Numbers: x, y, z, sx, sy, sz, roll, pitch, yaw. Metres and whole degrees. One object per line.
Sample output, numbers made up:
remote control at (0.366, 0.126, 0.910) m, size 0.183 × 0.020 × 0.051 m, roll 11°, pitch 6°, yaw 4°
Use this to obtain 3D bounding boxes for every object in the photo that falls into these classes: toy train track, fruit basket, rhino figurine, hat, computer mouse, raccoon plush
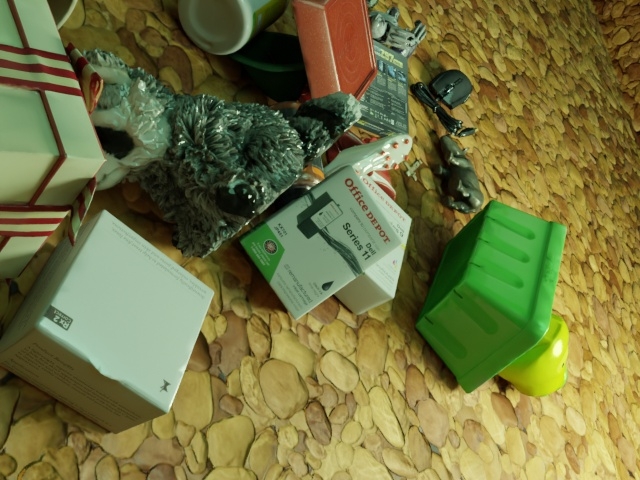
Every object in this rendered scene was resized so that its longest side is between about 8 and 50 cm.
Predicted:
toy train track at (0.210, -0.163, 1.652) m, size 0.048 × 0.014 × 0.083 m, roll 56°, pitch 37°, yaw -8°
fruit basket at (0.401, 0.155, 1.497) m, size 0.392 × 0.283 × 0.392 m, roll 20°, pitch 45°, yaw -21°
rhino figurine at (0.319, -0.160, 1.728) m, size 0.106 × 0.073 × 0.243 m, roll 25°, pitch 43°, yaw -32°
hat at (-0.077, -0.267, 1.378) m, size 0.208 × 0.184 × 0.173 m, roll 18°, pitch 37°, yaw 16°
computer mouse at (0.349, -0.353, 1.864) m, size 0.184 × 0.060 × 0.262 m, roll 51°, pitch 37°, yaw 8°
raccoon plush at (-0.167, -0.178, 1.078) m, size 0.299 × 0.216 × 0.446 m, roll 50°, pitch 39°, yaw -8°

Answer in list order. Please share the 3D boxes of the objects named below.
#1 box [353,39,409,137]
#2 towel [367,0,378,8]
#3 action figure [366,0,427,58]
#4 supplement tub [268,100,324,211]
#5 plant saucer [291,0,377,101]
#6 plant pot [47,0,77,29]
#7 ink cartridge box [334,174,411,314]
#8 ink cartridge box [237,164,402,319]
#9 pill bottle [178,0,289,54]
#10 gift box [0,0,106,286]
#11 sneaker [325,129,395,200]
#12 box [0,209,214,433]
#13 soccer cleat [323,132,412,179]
box at (0.094, -0.329, 1.555) m, size 0.232 × 0.059 × 0.184 m, roll 12°, pitch 74°, yaw -45°
towel at (0.051, -0.721, 1.798) m, size 0.324 × 0.056 × 0.312 m, roll 47°, pitch 37°, yaw -15°
action figure at (0.147, -0.476, 1.652) m, size 0.185 × 0.099 × 0.285 m, roll 36°, pitch 17°, yaw 8°
supplement tub at (-0.050, -0.129, 1.259) m, size 0.106 × 0.106 × 0.198 m, roll 16°, pitch 56°, yaw -43°
plant saucer at (0.039, -0.352, 1.330) m, size 0.258 × 0.047 × 0.259 m, roll -60°, pitch 145°, yaw -48°
plant pot at (-0.438, -0.408, 0.905) m, size 0.256 × 0.256 × 0.274 m, roll 18°, pitch 38°, yaw -42°
ink cartridge box at (0.068, -0.002, 1.326) m, size 0.154 × 0.093 × 0.212 m, roll 43°, pitch 39°, yaw -21°
ink cartridge box at (0.000, 0.000, 1.152) m, size 0.153 × 0.208 × 0.087 m, roll 55°, pitch -5°, yaw -7°
pill bottle at (-0.136, -0.436, 1.324) m, size 0.136 × 0.136 × 0.246 m, roll 51°, pitch 39°, yaw -14°
gift box at (-0.376, -0.087, 0.746) m, size 0.258 × 0.255 × 0.276 m, roll -2°, pitch 64°, yaw -48°
sneaker at (0.068, -0.167, 1.436) m, size 0.221 × 0.087 × 0.128 m, roll 52°, pitch 23°, yaw -47°
box at (-0.249, 0.098, 0.878) m, size 0.181 × 0.119 × 0.182 m, roll 41°, pitch 42°, yaw -25°
soccer cleat at (0.079, -0.147, 1.315) m, size 0.196 × 0.068 × 0.076 m, roll -31°, pitch 48°, yaw -27°
